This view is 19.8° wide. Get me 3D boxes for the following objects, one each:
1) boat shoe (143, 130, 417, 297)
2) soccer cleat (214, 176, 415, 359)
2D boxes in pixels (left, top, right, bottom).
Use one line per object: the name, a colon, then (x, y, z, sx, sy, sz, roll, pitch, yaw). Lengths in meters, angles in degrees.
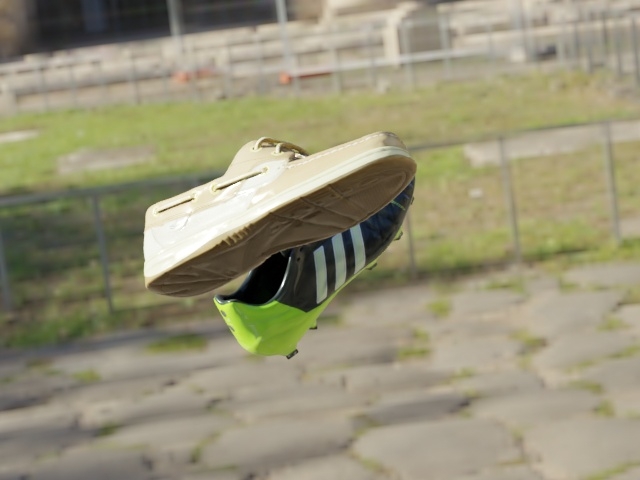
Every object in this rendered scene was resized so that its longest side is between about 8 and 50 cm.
boat shoe: (-0.023, -0.020, 0.786, 0.135, 0.045, 0.050, -24, -25, 22)
soccer cleat: (0.000, 0.000, 1.249, 0.060, 0.072, 0.179, 17, 62, 50)
